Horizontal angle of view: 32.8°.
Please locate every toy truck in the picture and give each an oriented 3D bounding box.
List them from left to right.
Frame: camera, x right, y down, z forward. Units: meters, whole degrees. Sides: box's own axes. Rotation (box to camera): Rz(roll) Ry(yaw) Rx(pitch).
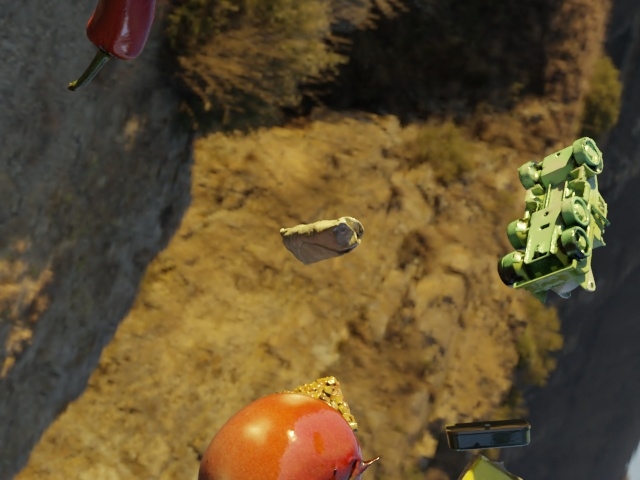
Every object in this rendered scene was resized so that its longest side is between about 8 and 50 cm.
[{"bbox_3d":[0.358,-0.021,1.585,0.135,0.128,0.260,38,46,-28],"label":"toy truck"}]

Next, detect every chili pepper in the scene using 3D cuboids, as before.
[{"bbox_3d":[-0.273,-0.366,1.396,0.092,0.137,0.369,-88,180,-60],"label":"chili pepper"}]

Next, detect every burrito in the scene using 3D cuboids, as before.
[{"bbox_3d":[0.000,0.000,1.895,0.059,0.082,0.275,-59,-163,-16],"label":"burrito"}]

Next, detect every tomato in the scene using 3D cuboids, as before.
[{"bbox_3d":[-0.057,0.352,1.615,0.256,0.224,0.256,-40,155,-23],"label":"tomato"}]

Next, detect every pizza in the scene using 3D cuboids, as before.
[{"bbox_3d":[0.007,0.326,2.194,0.131,0.178,0.041,-49,169,-38],"label":"pizza"}]

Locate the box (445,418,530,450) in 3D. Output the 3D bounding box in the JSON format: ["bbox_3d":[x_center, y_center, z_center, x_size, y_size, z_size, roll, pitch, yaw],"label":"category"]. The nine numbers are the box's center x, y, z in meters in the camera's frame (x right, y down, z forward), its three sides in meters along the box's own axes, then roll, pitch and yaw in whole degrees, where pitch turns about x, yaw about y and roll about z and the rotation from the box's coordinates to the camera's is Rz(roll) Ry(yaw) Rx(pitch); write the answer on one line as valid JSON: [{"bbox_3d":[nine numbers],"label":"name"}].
[{"bbox_3d":[0.252,0.293,1.641,0.091,0.126,0.031,31,54,-86],"label":"box"}]

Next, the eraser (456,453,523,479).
[{"bbox_3d":[0.233,0.438,1.560,0.226,0.158,0.069,-55,172,-9],"label":"eraser"}]
